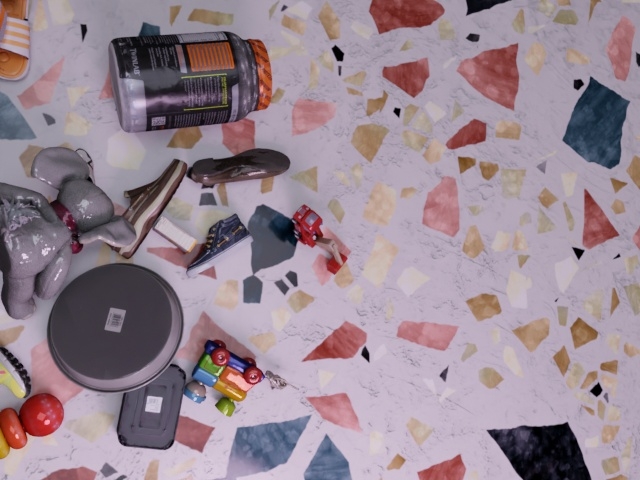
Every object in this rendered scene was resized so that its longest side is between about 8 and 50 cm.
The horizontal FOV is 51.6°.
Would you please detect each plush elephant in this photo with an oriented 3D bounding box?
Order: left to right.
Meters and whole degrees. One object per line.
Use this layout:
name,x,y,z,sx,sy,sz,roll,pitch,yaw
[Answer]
plush elephant,-0.545,-0.035,1.364,0.255,0.330,0.272,-25,84,-39

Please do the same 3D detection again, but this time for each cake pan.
cake pan,-0.444,0.179,1.428,0.293,0.054,0.293,3,69,-7

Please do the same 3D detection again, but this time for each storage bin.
storage bin,-0.376,0.363,1.472,0.122,0.084,0.180,12,82,-18

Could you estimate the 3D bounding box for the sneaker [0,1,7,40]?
sneaker,-0.786,-0.380,1.383,0.180,0.124,0.321,23,95,9

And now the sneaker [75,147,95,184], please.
sneaker,-0.526,-0.156,1.484,0.040,0.043,0.109,-16,89,-18

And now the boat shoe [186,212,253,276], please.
boat shoe,-0.253,0.011,1.559,0.183,0.065,0.083,-34,95,-25

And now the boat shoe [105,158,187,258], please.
boat shoe,-0.402,-0.089,1.497,0.095,0.095,0.258,33,76,-8

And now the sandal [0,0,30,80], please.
sandal,-0.686,-0.485,1.437,0.101,0.076,0.266,1,86,-19

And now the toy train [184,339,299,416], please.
toy train,-0.187,0.348,1.536,0.248,0.105,0.143,33,86,-14

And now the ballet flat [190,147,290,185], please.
ballet flat,-0.192,-0.170,1.600,0.249,0.058,0.084,-12,54,-25

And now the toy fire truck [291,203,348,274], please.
toy fire truck,0.000,0.000,1.606,0.135,0.192,0.047,36,72,16

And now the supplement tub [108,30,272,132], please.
supplement tub,-0.293,-0.361,1.497,0.337,0.207,0.207,-9,89,-20

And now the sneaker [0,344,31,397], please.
sneaker,-0.693,0.261,1.376,0.208,0.081,0.094,45,73,1

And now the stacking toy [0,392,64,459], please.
stacking toy,-0.689,0.408,1.340,0.330,0.141,0.141,-25,94,-24

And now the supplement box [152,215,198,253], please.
supplement box,-0.336,-0.013,1.528,0.098,0.062,0.036,37,76,-14
